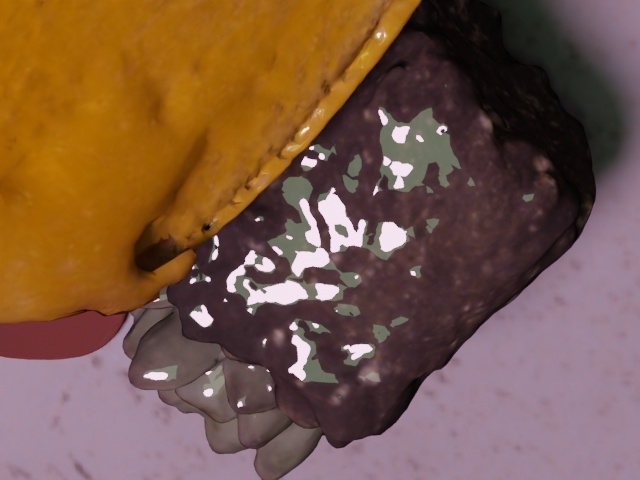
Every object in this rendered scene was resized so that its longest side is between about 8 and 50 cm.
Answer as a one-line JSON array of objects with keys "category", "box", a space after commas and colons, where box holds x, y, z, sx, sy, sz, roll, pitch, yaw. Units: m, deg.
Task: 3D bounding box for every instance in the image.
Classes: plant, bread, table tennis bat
[{"category": "plant", "box": [0.000, 0.000, 0.567, 0.194, 0.132, 0.129, -42, 94, 24]}, {"category": "bread", "box": [-0.069, -0.104, 0.455, 0.269, 0.195, 0.143, -46, 50, -3]}, {"category": "table tennis bat", "box": [-0.159, 0.015, 0.702, 0.157, 0.013, 0.087, -3, 112, 20]}]
